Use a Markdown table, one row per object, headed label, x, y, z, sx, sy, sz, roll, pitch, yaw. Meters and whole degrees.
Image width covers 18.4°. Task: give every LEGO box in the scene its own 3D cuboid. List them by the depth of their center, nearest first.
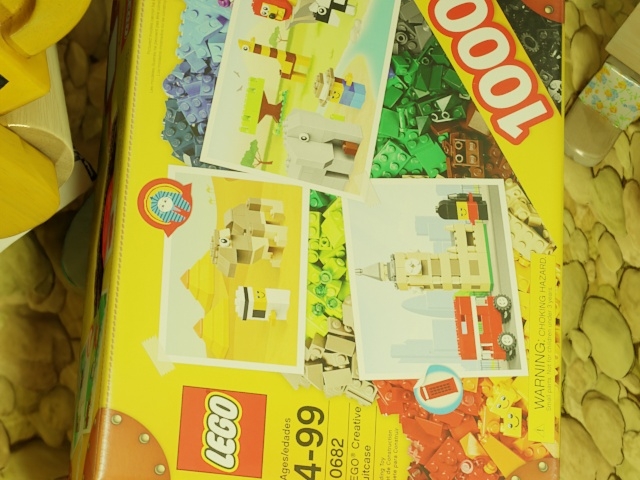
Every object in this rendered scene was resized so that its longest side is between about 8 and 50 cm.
| label | x | y | z | sx | sy | sz | roll | pitch | yaw |
| --- | --- | --- | --- | --- | --- | --- | --- | --- | --- |
| LEGO box | 0.000 | 0.000 | 1.659 | 0.372 | 0.193 | 0.500 | 7 | 69 | -12 |

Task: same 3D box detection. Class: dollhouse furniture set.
| label | x | y | z | sx | sy | sz | roll | pitch | yaw |
| --- | --- | --- | --- | --- | --- | --- | --- | --- | --- |
| dollhouse furniture set | 0.346 | -0.218 | 2.179 | 0.394 | 0.362 | 0.256 | 36 | 47 | 2 |

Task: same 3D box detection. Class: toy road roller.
| label | x | y | z | sx | sy | sz | roll | pitch | yaw |
| --- | --- | --- | --- | --- | --- | --- | --- | --- | --- |
| toy road roller | -0.243 | -0.170 | 1.406 | 0.329 | 0.240 | 0.202 | 42 | 30 | -54 |

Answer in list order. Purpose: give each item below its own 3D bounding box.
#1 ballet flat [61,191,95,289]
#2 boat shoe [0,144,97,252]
| label | x | y | z | sx | sy | sz | roll | pitch | yaw |
| --- | --- | --- | --- | --- | --- | --- | --- | --- | --- |
| ballet flat | -0.156 | -0.035 | 1.776 | 0.072 | 0.068 | 0.213 | 55 | 44 | -16 |
| boat shoe | -0.329 | -0.031 | 1.568 | 0.158 | 0.127 | 0.340 | 55 | 36 | -7 |
